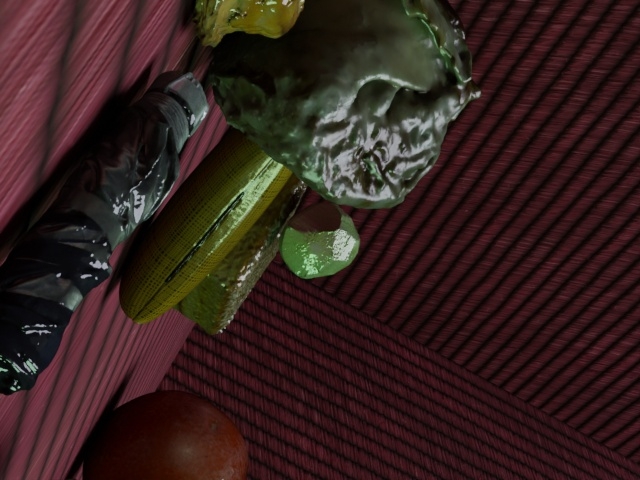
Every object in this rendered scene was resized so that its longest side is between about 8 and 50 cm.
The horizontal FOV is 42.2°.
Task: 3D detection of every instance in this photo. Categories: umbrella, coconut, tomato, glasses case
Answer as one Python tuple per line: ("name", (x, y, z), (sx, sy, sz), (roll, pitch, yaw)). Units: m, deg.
("umbrella", (-0.097, -0.014, 0.375), (0.050, 0.046, 0.188), (-6, -141, 30))
("coconut", (0.000, 0.000, 0.873), (0.081, 0.082, 0.083), (-19, 119, -79))
("tomato", (-0.256, 0.367, 1.350), (0.265, 0.265, 0.265), (-61, -177, 5))
("glasses case", (-0.086, -0.022, 0.659), (0.234, 0.064, 0.079), (-45, -162, 29))

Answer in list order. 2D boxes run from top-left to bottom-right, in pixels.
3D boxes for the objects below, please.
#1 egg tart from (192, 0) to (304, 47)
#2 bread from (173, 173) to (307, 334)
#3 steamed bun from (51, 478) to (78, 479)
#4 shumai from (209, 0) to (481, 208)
("egg tart", (-0.023, -0.157, 0.451), (0.129, 0.049, 0.129), (-62, -177, 6))
("bread", (-0.105, -0.008, 0.955), (0.184, 0.110, 0.234), (-59, 180, -22))
("steamed bun", (-0.197, 0.305, 0.554), (0.232, 0.166, 0.273), (145, -66, -69))
("shumai", (0.028, -0.117, 0.536), (0.142, 0.184, 0.184), (-53, -174, 27))
